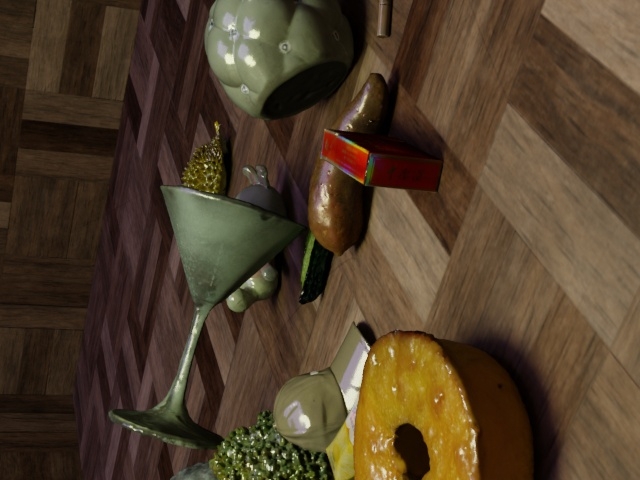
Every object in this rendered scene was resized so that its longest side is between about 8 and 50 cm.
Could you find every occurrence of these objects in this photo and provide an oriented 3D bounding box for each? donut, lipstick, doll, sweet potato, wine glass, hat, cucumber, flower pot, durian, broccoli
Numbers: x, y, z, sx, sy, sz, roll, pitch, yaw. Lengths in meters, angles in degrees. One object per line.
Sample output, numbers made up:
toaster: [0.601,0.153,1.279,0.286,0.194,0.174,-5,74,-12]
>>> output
donut: [0.143,0.246,1.224,0.303,0.110,0.303,-178,90,-67]
lipstick: [0.097,-0.354,1.574,0.019,0.019,0.094,180,93,-69]
doll: [-0.121,-0.002,1.959,0.155,0.113,0.275,11,90,58]
sweet potato: [0.038,-0.118,1.584,0.097,0.097,0.292,-130,49,-61]
wine glass: [-0.203,0.127,1.748,0.267,0.267,0.406,7,79,69]
hat: [-0.001,0.212,1.577,0.166,0.144,0.173,-126,33,-61]
cucumber: [0.000,0.000,1.726,0.070,0.046,0.220,-117,39,-57]
flower pot: [-0.070,-0.323,1.701,0.195,0.246,0.246,61,149,13]
durian: [-0.255,-0.166,2.340,0.146,0.102,0.208,-136,57,-70]
broccoli: [-0.083,0.400,1.670,0.242,0.180,0.273,-132,50,-61]

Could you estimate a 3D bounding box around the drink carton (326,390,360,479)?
drink carton: [0.072,0.258,1.446,0.200,0.074,0.084,116,149,-41]

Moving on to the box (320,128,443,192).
box: [0.082,-0.114,1.445,0.175,0.112,0.048,-142,58,-63]

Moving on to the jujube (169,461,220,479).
jujube: [-0.186,0.518,1.863,0.247,0.215,0.308,-63,12,-3]
